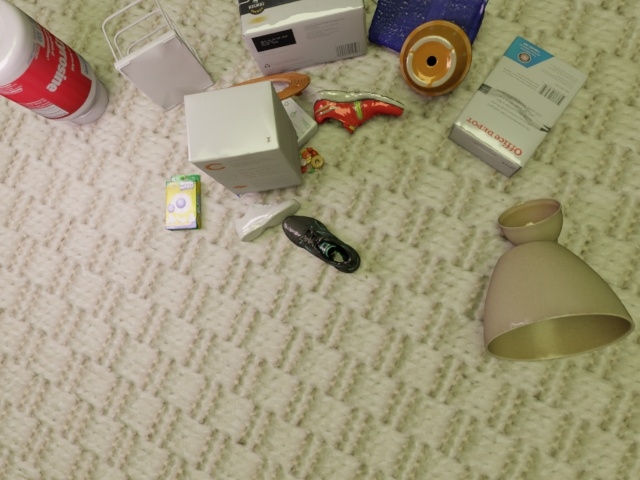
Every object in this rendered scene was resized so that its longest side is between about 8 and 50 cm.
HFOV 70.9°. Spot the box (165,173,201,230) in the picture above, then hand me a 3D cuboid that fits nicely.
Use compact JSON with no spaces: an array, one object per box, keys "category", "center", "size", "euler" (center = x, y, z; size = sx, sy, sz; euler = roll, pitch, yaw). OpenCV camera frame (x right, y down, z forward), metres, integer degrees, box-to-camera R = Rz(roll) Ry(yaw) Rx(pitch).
[{"category":"box","center":[-0.435,-0.124,1.424],"size":[0.105,0.043,0.179],"euler":[-4,81,7]}]

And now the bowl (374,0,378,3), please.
[{"category":"bowl","center":[0.273,-0.864,1.363],"size":[0.297,0.134,0.298],"euler":[-1,84,8]}]

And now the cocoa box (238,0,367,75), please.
[{"category":"cocoa box","center":[-0.050,-0.680,1.335],"size":[0.346,0.231,0.228],"euler":[-10,79,6]}]

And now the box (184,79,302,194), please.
[{"category":"box","center":[-0.185,-0.251,1.186],"size":[0.214,0.345,0.169],"euler":[-8,83,6]}]

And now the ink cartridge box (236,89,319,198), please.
[{"category":"ink cartridge box","center":[-0.178,-0.293,1.396],"size":[0.332,0.065,0.165],"euler":[-43,81,0]}]

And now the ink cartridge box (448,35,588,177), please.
[{"category":"ink cartridge box","center":[0.546,-0.370,1.269],"size":[0.223,0.129,0.307],"euler":[36,89,10]}]

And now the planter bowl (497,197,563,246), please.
[{"category":"planter bowl","center":[0.581,-0.030,1.225],"size":[0.162,0.162,0.109],"euler":[-25,108,5]}]

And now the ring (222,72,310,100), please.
[{"category":"ring","center":[-0.190,-0.425,1.319],"size":[0.336,0.337,0.032],"euler":[-9,123,7]}]

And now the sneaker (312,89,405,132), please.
[{"category":"sneaker","center":[0.115,-0.387,1.363],"size":[0.278,0.107,0.119],"euler":[6,103,12]}]

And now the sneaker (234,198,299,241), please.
[{"category":"sneaker","center":[-0.171,-0.085,1.370],"size":[0.212,0.080,0.094],"euler":[-29,69,5]}]

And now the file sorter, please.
[{"category":"file sorter","center":[-0.488,-0.563,1.364],"size":[0.192,0.277,0.173],"euler":[-28,79,4]}]

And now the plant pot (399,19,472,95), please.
[{"category":"plant pot","center":[0.315,-0.500,1.247],"size":[0.205,0.188,0.205],"euler":[7,116,15]}]

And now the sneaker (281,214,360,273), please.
[{"category":"sneaker","center":[0.000,0.000,1.318],"size":[0.267,0.106,0.101],"euler":[30,90,12]}]

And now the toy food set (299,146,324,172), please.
[{"category":"toy food set","center":[-0.036,-0.249,1.393],"size":[0.082,0.020,0.083],"euler":[-32,81,4]}]

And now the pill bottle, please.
[{"category":"pill bottle","center":[-0.832,-0.499,1.337],"size":[0.228,0.407,0.229],"euler":[-1,84,8]}]

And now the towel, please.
[{"category":"towel","center":[0.315,-0.656,1.328],"size":[0.308,0.076,0.228],"euler":[23,118,7]}]

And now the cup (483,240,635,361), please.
[{"category":"cup","center":[0.563,0.142,1.140],"size":[0.330,0.331,0.237],"euler":[-7,58,7]}]
